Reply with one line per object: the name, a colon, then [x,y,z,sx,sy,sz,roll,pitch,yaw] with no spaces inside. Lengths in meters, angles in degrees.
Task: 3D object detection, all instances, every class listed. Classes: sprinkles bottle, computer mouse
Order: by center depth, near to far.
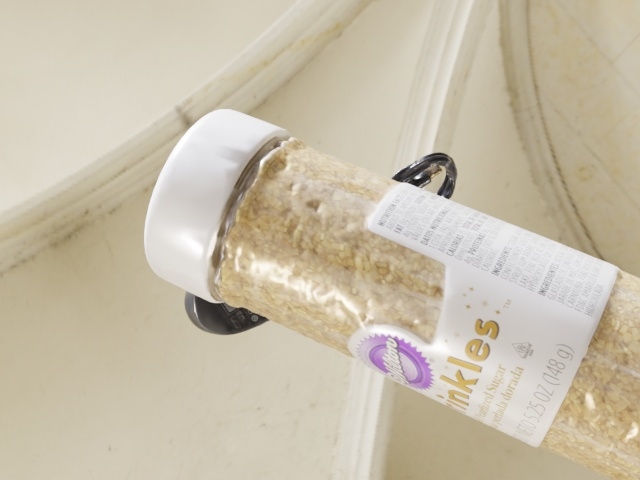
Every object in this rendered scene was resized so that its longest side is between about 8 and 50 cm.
sprinkles bottle: [0.072,0.034,0.540,0.356,0.121,0.121,23,-116,15]
computer mouse: [0.000,0.000,0.706,0.242,0.041,0.071,-28,-71,2]
